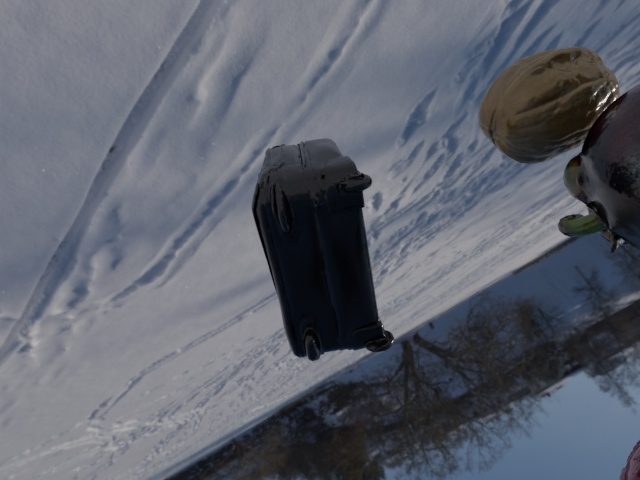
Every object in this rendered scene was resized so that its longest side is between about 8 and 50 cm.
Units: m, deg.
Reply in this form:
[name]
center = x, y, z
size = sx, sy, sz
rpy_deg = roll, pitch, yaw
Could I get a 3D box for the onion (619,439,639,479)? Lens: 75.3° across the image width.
[onion]
center = 0.392, 0.262, 0.392
size = 0.177, 0.153, 0.177
rpy_deg = -39, -156, 21

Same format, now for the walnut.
[walnut]
center = 0.461, -0.278, 0.847
size = 0.261, 0.225, 0.225
rpy_deg = -24, 161, -2

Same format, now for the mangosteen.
[mangosteen]
center = 0.548, -0.098, 0.665
size = 0.359, 0.306, 0.306
rpy_deg = -31, 164, 37

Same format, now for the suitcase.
[suitcase]
center = 0.000, 0.000, 0.764
size = 0.188, 0.345, 0.339
rpy_deg = -13, -156, 2
